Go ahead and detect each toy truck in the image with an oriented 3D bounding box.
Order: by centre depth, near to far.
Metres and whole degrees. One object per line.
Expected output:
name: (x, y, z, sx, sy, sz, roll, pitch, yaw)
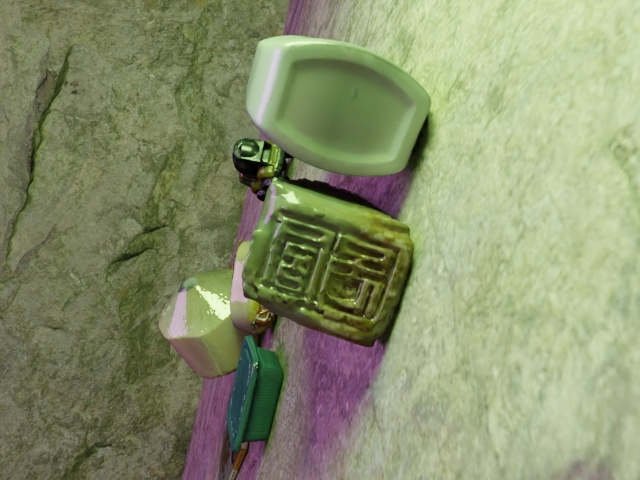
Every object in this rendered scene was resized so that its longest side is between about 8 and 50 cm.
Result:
toy truck: (-0.169, -0.203, 1.330, 0.224, 0.165, 0.148, 144, 137, -70)

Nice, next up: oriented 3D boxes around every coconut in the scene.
coconut: (-0.271, 0.190, 1.191, 0.239, 0.238, 0.245, -98, -9, -56)

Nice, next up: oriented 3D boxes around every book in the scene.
book: (-0.210, 0.485, 1.164, 0.208, 0.020, 0.296, -96, 23, -52)

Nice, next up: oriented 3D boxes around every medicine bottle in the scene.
medicine bottle: (0.002, -0.180, 0.585, 0.324, 0.179, 0.124, -108, 34, -64)

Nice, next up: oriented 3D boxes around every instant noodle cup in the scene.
instant noodle cup: (-0.121, 0.281, 0.886, 0.157, 0.070, 0.179, -153, 77, -75)

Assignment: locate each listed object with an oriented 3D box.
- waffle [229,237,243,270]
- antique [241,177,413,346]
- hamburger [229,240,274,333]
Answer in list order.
waffle: (-0.257, 0.175, 1.498, 0.213, 0.090, 0.308, -95, 24, -54)
antique: (0.000, 0.000, 0.570, 0.284, 0.150, 0.125, -103, 32, -78)
hamburger: (-0.136, 0.097, 1.050, 0.173, 0.116, 0.211, 122, 154, -74)
